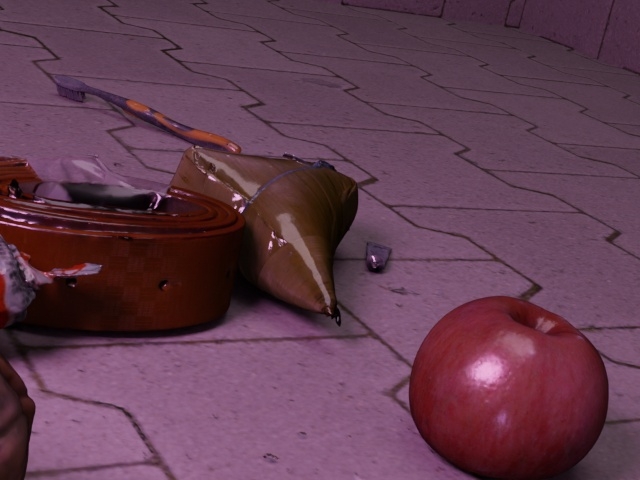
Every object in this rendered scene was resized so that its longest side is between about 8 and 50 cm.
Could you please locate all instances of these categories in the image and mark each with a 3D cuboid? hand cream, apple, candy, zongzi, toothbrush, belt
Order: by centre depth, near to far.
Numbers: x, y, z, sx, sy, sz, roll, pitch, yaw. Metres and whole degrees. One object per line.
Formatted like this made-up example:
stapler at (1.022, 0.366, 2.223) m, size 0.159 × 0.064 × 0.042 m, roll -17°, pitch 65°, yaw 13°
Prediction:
candy at (-0.301, 0.045, 0.867) m, size 0.292 × 0.059 × 0.086 m, roll -16°, pitch 33°, yaw -27°
apple at (0.146, 0.110, 0.914) m, size 0.153 × 0.120 × 0.153 m, roll 12°, pitch 18°, yaw -4°
belt at (-0.198, 0.001, 1.039) m, size 0.261 × 0.105 × 0.184 m, roll 5°, pitch 20°, yaw -18°
zongzi at (0.000, 0.000, 1.175) m, size 0.228 × 0.115 × 0.256 m, roll 1°, pitch 28°, yaw -48°
hand cream at (0.063, 0.015, 1.302) m, size 0.030 × 0.019 × 0.093 m, roll 14°, pitch 16°, yaw 2°
toothbrush at (-0.243, -0.173, 1.635) m, size 0.321 × 0.031 × 0.023 m, roll 21°, pitch 49°, yaw 25°

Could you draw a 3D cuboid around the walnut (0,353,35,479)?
walnut at (-0.263, 0.107, 0.608) m, size 0.230 × 0.178 × 0.178 m, roll -5°, pitch 22°, yaw -13°
